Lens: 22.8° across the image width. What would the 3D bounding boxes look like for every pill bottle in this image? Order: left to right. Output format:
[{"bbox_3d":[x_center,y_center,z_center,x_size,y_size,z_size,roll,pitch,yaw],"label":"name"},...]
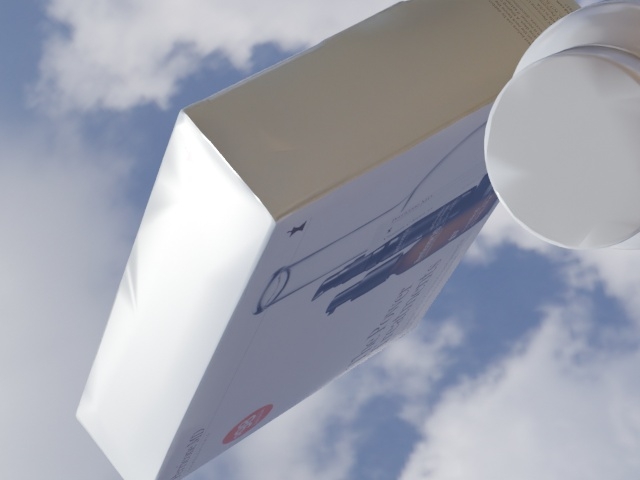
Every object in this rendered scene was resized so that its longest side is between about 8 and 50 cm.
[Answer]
[{"bbox_3d":[0.147,-0.056,0.702,0.193,0.108,0.108,-25,-89,-57],"label":"pill bottle"}]

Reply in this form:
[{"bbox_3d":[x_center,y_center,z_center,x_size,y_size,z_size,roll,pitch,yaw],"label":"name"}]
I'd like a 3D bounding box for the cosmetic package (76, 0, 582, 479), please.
[{"bbox_3d":[0.000,0.000,1.070,0.284,0.377,0.097,-28,-110,-31],"label":"cosmetic package"}]
